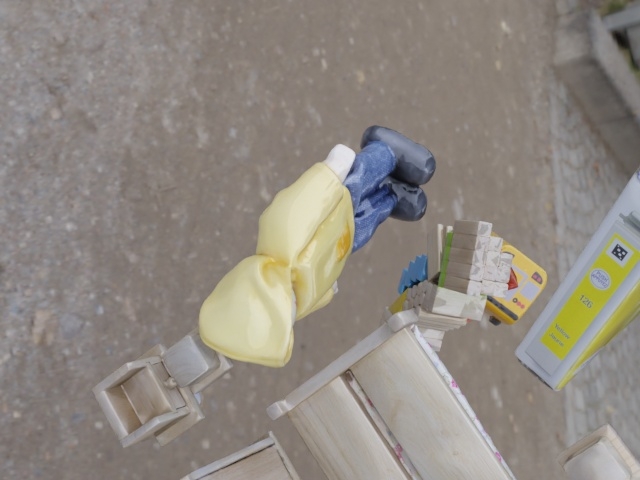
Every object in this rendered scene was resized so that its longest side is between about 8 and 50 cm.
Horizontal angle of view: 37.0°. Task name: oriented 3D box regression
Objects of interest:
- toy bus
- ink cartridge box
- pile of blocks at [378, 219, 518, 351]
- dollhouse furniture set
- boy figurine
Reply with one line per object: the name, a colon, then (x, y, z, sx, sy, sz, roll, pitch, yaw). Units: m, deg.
toy bus: (0.301, 0.059, 1.713, 0.108, 0.130, 0.332, 36, 7, -3)
ink cartridge box: (0.339, -0.035, 0.881, 0.304, 0.307, 0.072, -29, 65, -38)
pile of blocks: (0.211, 0.070, 1.491, 0.113, 0.362, 0.148, 11, 65, -17)
dollhouse furniture set: (0.040, 0.146, 0.816, 0.303, 0.356, 0.174, 57, 19, 12)
boy figurine: (0.000, 0.000, 0.841, 0.285, 0.092, 0.177, -46, 154, -45)
